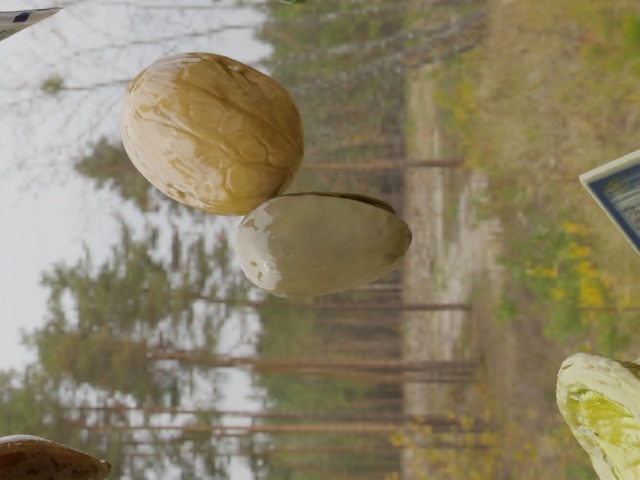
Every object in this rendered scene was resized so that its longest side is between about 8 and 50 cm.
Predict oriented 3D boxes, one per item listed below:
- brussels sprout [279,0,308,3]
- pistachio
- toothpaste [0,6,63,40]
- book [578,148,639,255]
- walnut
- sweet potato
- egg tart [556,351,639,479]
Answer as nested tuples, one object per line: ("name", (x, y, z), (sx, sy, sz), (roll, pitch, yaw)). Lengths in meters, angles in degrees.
("brussels sprout", (-0.039, -0.399, 1.680), (0.118, 0.155, 0.155), (-3, -86, -52))
("pistachio", (0.000, 0.000, 1.411), (0.129, 0.206, 0.131), (-119, 24, -48))
("toothpaste", (-0.381, -0.206, 1.273), (0.056, 0.314, 0.058), (44, -121, -32))
("book", (0.604, -0.055, 2.047), (0.322, 0.228, 0.018), (44, -147, -36))
("walnut", (-0.128, -0.125, 1.451), (0.193, 0.226, 0.193), (-53, 23, 33))
("sweet potato", (-0.380, 0.279, 1.387), (0.359, 0.112, 0.112), (-2, -87, -49))
("egg tart", (0.430, 0.252, 1.442), (0.345, 0.132, 0.345), (51, 165, 20))
